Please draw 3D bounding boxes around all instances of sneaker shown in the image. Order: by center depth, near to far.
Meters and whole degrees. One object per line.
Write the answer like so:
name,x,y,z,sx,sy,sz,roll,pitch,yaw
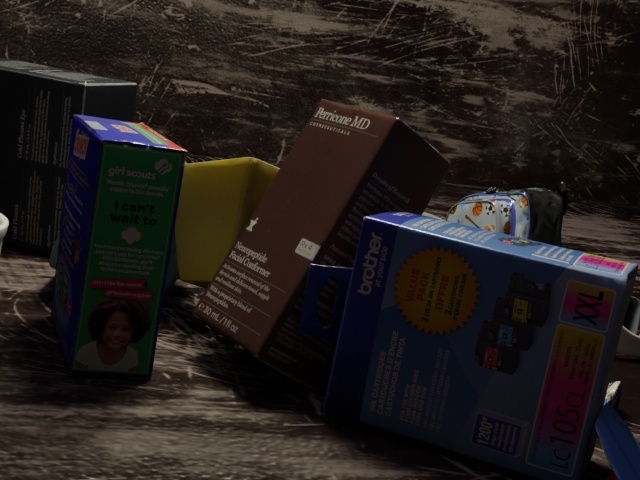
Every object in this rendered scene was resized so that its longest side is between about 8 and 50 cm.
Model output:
sneaker,0.406,0.233,1.431,0.058,0.052,0.135,11,10,29

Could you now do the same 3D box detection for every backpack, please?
backpack,0.376,0.011,2.040,0.213,0.276,0.263,6,-1,-21

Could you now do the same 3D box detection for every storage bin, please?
storage bin,0.557,0.136,1.936,0.135,0.098,0.091,9,1,2

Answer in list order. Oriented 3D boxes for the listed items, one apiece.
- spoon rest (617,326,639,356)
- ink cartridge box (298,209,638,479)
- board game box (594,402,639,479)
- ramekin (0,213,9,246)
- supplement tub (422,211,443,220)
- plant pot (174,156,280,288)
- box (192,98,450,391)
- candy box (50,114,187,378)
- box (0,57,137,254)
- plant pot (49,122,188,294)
spoon rest,0.494,0.148,1.763,0.276,0.137,0.084,19,21,-15
ink cartridge box,0.173,0.120,1.249,0.396,0.270,0.151,14,9,22
board game box,0.350,0.267,1.141,0.033,0.133,0.169,-32,-7,23
ramekin,-0.620,0.021,1.464,0.277,0.135,0.277,9,12,-2
supplement tub,0.122,0.068,1.626,0.207,0.207,0.338,12,12,16
plant pot,-0.113,-0.005,1.556,0.212,0.187,0.212,22,-13,-39
box,0.000,0.000,1.397,0.143,0.381,0.191,37,-9,-38
candy box,-0.294,-0.002,1.368,0.122,0.317,0.268,4,13,-22
box,-0.553,-0.168,1.911,0.313,0.343,0.179,14,14,19
plant pot,-0.302,-0.027,1.676,0.196,0.293,0.293,32,11,-3
